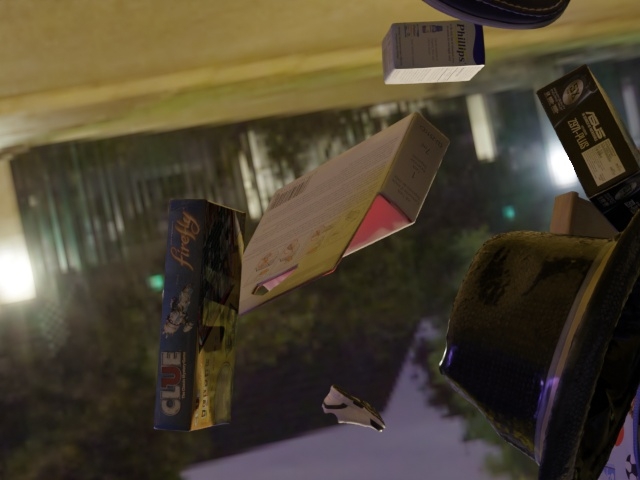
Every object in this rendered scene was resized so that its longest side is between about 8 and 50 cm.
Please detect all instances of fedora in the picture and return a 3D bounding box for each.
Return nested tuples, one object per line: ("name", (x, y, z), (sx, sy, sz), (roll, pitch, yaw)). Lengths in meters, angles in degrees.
("fedora", (0.200, 0.088, 1.275), (0.152, 0.334, 0.334), (18, -169, 21))

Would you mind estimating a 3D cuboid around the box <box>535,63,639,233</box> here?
("box", (0.375, -0.120, 1.907), (0.077, 0.180, 0.147), (-29, 150, 16))

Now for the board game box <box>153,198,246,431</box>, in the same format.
("board game box", (-0.130, 0.082, 1.570), (0.042, 0.243, 0.165), (3, 176, 12))

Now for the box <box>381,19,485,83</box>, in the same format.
("box", (0.167, -0.282, 2.148), (0.137, 0.072, 0.126), (-3, 177, -5))

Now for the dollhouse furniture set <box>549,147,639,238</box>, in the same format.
("dollhouse furniture set", (0.336, 0.026, 2.176), (0.174, 0.303, 0.355), (21, 160, -24))

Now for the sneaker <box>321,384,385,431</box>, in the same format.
("sneaker", (0.048, 0.254, 2.114), (0.043, 0.109, 0.040), (-53, -159, 8))

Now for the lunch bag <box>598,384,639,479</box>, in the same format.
("lunch bag", (0.525, 0.306, 2.185), (0.239, 0.385, 0.328), (-9, 174, -9))

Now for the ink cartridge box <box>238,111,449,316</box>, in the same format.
("ink cartridge box", (0.000, 0.000, 1.725), (0.296, 0.066, 0.261), (-27, -151, 49))

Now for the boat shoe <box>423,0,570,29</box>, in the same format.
("boat shoe", (0.102, -0.274, 1.280), (0.285, 0.103, 0.092), (28, 180, -7))
